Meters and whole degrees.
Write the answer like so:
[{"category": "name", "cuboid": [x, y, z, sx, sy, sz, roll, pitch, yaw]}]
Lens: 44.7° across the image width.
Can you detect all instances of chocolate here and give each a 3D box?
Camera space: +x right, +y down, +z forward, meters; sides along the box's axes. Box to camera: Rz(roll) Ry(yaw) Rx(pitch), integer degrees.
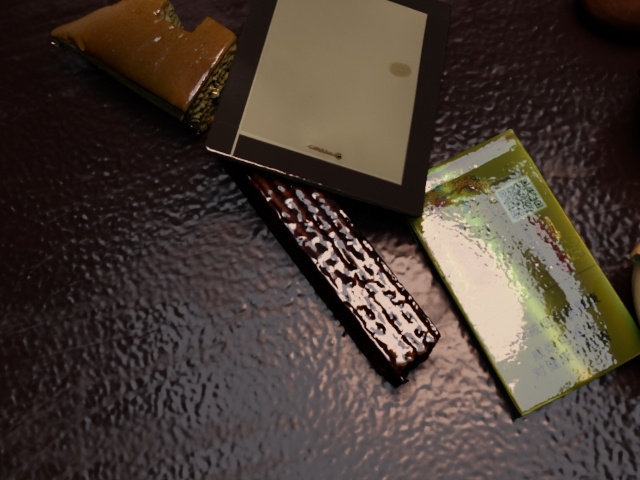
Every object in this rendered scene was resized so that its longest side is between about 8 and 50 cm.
[{"category": "chocolate", "cuboid": [0.409, -0.338, 0.982, 0.177, 0.177, 0.176, -1, 73, 4]}]

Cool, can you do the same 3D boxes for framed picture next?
[{"category": "framed picture", "cuboid": [0.024, -0.208, 0.962, 0.265, 0.016, 0.347, 16, 61, -9]}]

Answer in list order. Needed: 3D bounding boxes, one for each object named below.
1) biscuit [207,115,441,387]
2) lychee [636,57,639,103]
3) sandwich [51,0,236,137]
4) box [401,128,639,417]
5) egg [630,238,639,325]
[{"category": "biscuit", "cuboid": [0.000, 0.000, 0.927, 0.073, 0.107, 0.388, -34, 73, -10]}, {"category": "lychee", "cuboid": [0.489, -0.181, 0.851, 0.264, 0.264, 0.300, 29, 34, 12]}, {"category": "sandwich", "cuboid": [-0.221, -0.244, 1.012, 0.236, 0.122, 0.128, 33, 80, 13]}, {"category": "box", "cuboid": [0.232, 0.033, 0.932, 0.173, 0.043, 0.311, -27, 73, -4]}, {"category": "egg", "cuboid": [0.449, 0.047, 0.829, 0.244, 0.201, 0.201, -21, 72, -11]}]
